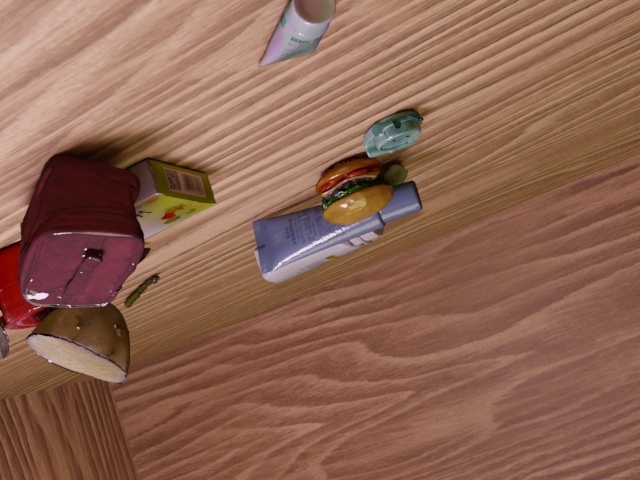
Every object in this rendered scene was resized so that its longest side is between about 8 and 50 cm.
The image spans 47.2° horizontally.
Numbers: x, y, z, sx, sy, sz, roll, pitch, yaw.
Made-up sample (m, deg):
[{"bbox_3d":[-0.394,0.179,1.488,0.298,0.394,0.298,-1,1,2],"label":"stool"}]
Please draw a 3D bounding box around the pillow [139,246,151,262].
[{"bbox_3d":[-0.412,0.036,1.478,0.090,0.048,0.150,-19,168,11],"label":"pillow"}]

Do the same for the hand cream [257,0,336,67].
[{"bbox_3d":[-0.025,-0.232,0.828,0.076,0.047,0.174,-18,179,-13],"label":"hand cream"}]

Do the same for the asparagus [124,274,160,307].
[{"bbox_3d":[-0.477,0.134,1.947,0.025,0.024,0.248,-21,171,-38],"label":"asparagus"}]

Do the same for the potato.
[{"bbox_3d":[-0.403,0.161,1.276,0.182,0.117,0.202,26,153,-16],"label":"potato"}]

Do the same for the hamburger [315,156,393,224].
[{"bbox_3d":[0.067,-0.099,1.488,0.162,0.115,0.162,-22,170,-4],"label":"hamburger"}]

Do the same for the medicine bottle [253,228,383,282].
[{"bbox_3d":[0.000,0.000,1.882,0.324,0.124,0.179,-23,171,28],"label":"medicine bottle"}]

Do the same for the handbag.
[{"bbox_3d":[-0.333,-0.002,1.013,0.146,0.135,0.225,9,143,-31],"label":"handbag"}]

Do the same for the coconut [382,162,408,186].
[{"bbox_3d":[0.139,-0.125,1.670,0.133,0.055,0.158,-11,168,-35],"label":"coconut"}]

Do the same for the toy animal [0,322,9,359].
[{"bbox_3d":[-0.599,0.089,1.202,0.155,0.219,0.095,24,-141,35],"label":"toy animal"}]

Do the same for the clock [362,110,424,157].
[{"bbox_3d":[0.136,-0.196,1.316,0.101,0.041,0.135,-18,170,-13],"label":"clock"}]

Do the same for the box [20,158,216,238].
[{"bbox_3d":[-0.324,-0.042,1.190,0.260,0.062,0.175,-22,170,19],"label":"box"}]

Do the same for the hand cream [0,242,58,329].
[{"bbox_3d":[-0.487,0.073,1.312,0.193,0.125,0.193,-19,169,-4],"label":"hand cream"}]

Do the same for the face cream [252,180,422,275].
[{"bbox_3d":[0.033,-0.040,1.620,0.385,0.135,0.086,-18,155,13],"label":"face cream"}]
